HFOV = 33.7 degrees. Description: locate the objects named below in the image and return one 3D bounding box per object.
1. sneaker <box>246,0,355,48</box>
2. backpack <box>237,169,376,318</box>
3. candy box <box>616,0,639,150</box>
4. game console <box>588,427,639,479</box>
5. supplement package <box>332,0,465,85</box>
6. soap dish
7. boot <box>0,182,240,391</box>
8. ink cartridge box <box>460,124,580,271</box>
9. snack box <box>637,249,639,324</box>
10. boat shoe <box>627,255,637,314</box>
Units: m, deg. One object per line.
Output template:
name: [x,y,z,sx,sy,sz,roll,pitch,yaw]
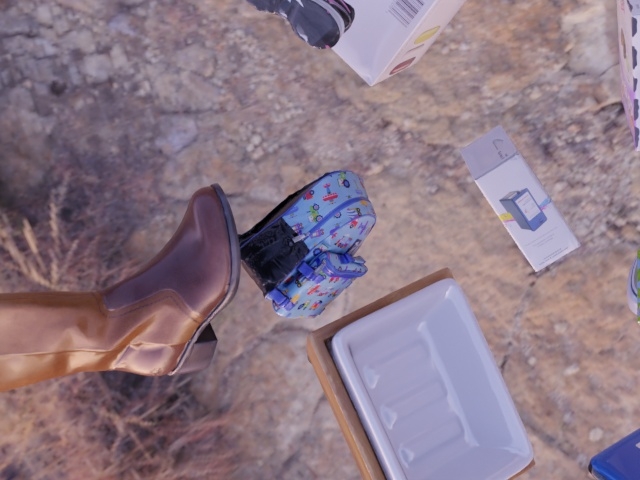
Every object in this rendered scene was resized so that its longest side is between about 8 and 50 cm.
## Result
sneaker: [-0.033,-0.305,1.283,0.178,0.077,0.072,45,132,3]
backpack: [0.000,0.000,1.285,0.173,0.158,0.117,-42,73,9]
candy box: [0.437,-0.244,1.394,0.070,0.164,0.196,-6,124,11]
game console: [0.606,0.457,1.792,0.250,0.293,0.173,34,124,36]
supplement package: [0.102,-0.384,1.448,0.204,0.145,0.262,45,129,7]
soap dish: [0.125,0.211,1.373,0.118,0.229,0.290,-24,90,62]
boot: [-0.242,0.052,1.161,0.096,0.281,0.264,63,143,39]
ink cartridge box: [0.340,-0.076,1.819,0.093,0.154,0.212,-32,113,10]
snack box: [0.423,0.044,1.164,0.141,0.100,0.037,-15,136,34]
boat shoe: [0.499,-0.016,1.382,0.109,0.302,0.094,29,149,32]
